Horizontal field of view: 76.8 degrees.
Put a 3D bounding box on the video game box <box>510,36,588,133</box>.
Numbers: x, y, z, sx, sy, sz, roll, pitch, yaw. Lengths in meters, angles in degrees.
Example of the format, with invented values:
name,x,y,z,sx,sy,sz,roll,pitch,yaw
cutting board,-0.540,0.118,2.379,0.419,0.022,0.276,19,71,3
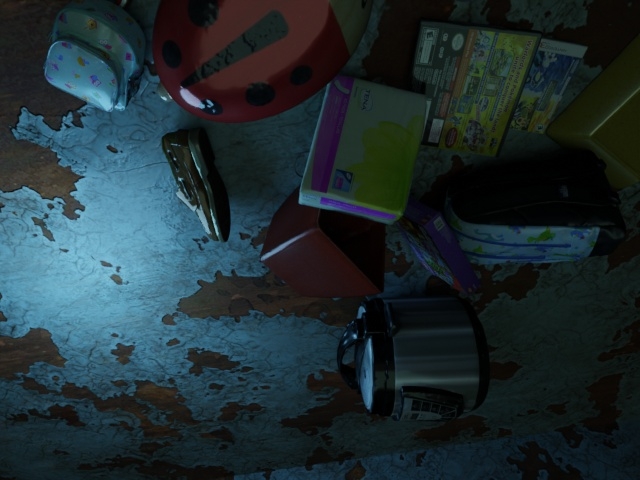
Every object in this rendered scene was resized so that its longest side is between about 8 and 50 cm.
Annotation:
name,x,y,z,sx,sy,sz,roll,pitch,yaw
video game box,0.474,-0.362,0.938,0.187,0.048,0.205,7,126,-5

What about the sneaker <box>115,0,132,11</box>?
name,x,y,z,sx,sy,sz,roll,pitch,yaw
sneaker,-0.390,-0.503,0.777,0.067,0.042,0.118,26,114,-26

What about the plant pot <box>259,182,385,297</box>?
name,x,y,z,sx,sy,sz,roll,pitch,yaw
plant pot,0.000,0.000,1.063,0.235,0.267,0.267,-25,125,31

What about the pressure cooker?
name,x,y,z,sx,sy,sz,roll,pitch,yaw
pressure cooker,0.261,0.361,1.274,0.420,0.375,0.370,-1,90,-3

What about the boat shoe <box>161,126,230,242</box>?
name,x,y,z,sx,sy,sz,roll,pitch,yaw
boat shoe,-0.310,-0.133,1.030,0.104,0.111,0.307,-6,117,5

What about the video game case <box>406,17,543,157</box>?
name,x,y,z,sx,sy,sz,roll,pitch,yaw
video game case,0.321,-0.337,0.917,0.248,0.035,0.275,10,127,7

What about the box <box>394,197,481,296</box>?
name,x,y,z,sx,sy,sz,roll,pitch,yaw
box,0.303,0.008,1.107,0.057,0.201,0.293,-42,121,-3

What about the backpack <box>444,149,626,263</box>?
name,x,y,z,sx,sy,sz,roll,pitch,yaw
backpack,0.497,-0.070,1.023,0.355,0.290,0.273,2,143,5

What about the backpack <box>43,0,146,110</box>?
name,x,y,z,sx,sy,sz,roll,pitch,yaw
backpack,-0.442,-0.368,0.800,0.166,0.144,0.188,26,129,-20

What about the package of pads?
name,x,y,z,sx,sy,sz,roll,pitch,yaw
package of pads,0.098,-0.198,0.875,0.229,0.296,0.101,13,167,-1

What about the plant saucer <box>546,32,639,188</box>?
name,x,y,z,sx,sy,sz,roll,pitch,yaw
plant saucer,0.798,-0.302,0.983,0.333,0.081,0.333,25,121,-21

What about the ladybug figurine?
name,x,y,z,sx,sy,sz,roll,pitch,yaw
ladybug figurine,-0.111,-0.363,0.710,0.449,0.162,0.305,-29,122,16
